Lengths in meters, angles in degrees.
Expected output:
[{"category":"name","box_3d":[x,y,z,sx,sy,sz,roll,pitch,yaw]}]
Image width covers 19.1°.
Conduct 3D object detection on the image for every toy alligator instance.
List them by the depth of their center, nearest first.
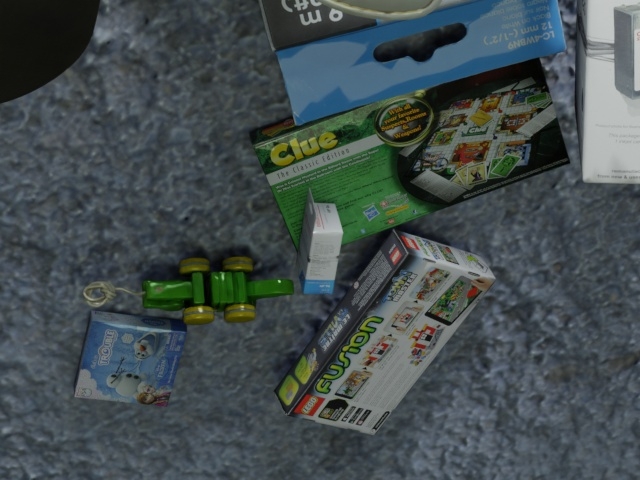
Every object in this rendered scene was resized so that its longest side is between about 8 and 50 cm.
[{"category":"toy alligator","box_3d":[-0.120,0.049,1.719,0.189,0.056,0.051,-2,165,-9]}]

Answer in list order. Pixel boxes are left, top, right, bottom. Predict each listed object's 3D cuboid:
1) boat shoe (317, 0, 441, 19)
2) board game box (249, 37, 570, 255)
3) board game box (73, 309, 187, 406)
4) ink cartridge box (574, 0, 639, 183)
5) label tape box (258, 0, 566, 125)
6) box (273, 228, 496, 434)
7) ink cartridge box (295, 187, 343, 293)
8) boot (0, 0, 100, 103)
[{"category":"boat shoe","box_3d":[-0.023,-0.238,1.386,0.254,0.079,0.095,18,120,-14]},{"category":"board game box","box_3d":[0.080,-0.082,1.681,0.259,0.030,0.136,-20,127,2]},{"category":"board game box","box_3d":[-0.177,0.110,1.765,0.090,0.020,0.090,8,122,-14]},{"category":"ink cartridge box","box_3d":[0.256,-0.175,1.555,0.092,0.158,0.218,1,119,4]},{"category":"label tape box","box_3d":[0.063,-0.251,1.500,0.249,0.115,0.348,-14,120,0]},{"category":"box","box_3d":[0.059,0.089,1.771,0.114,0.036,0.207,17,120,-37]},{"category":"ink cartridge box","box_3d":[0.000,0.000,1.674,0.028,0.048,0.083,2,124,-12]},{"category":"boot","box_3d":[-0.224,-0.223,1.493,0.112,0.115,0.305,14,138,-28]}]
